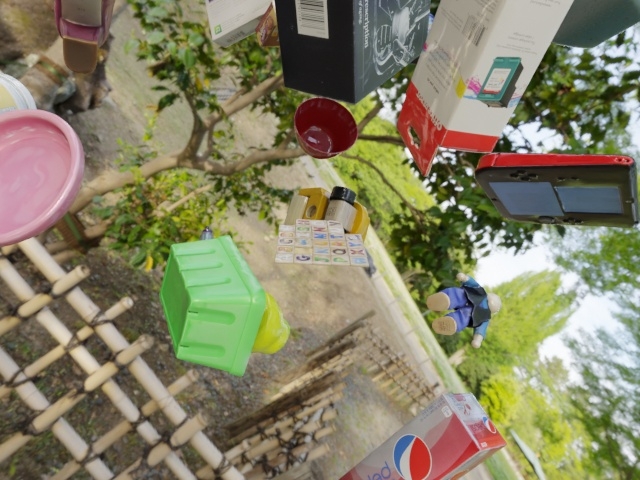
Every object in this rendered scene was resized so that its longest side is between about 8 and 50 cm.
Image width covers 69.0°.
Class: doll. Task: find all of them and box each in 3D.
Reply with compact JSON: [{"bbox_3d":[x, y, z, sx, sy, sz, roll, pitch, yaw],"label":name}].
[{"bbox_3d":[0.249,0.117,0.783,0.189,0.046,0.129,-2,76,-46],"label":"doll"}]

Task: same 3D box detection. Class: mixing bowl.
[{"bbox_3d":[0.003,-0.295,1.297,0.181,0.181,0.098,59,-26,10],"label":"mixing bowl"}]

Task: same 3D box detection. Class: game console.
[{"bbox_3d":[0.601,-0.116,1.183,0.342,0.060,0.386,11,-11,38],"label":"game console"}]

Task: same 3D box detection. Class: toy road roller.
[{"bbox_3d":[0.042,-0.070,1.819,0.329,0.202,0.241,4,-18,44],"label":"toy road roller"}]

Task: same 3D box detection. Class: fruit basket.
[{"bbox_3d":[-0.220,0.179,1.257,0.392,0.283,0.392,17,19,-6],"label":"fruit basket"}]

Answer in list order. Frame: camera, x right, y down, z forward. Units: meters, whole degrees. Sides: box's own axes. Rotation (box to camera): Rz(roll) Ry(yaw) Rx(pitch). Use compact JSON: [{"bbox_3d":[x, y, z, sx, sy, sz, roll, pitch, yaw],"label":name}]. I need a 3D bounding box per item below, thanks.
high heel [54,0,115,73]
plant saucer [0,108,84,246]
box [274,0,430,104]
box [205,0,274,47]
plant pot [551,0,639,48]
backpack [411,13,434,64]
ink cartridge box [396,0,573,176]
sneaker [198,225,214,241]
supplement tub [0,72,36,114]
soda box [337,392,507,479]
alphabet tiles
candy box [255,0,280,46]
[{"bbox_3d":[-0.404,-0.491,0.805,0.127,0.377,0.181,8,51,-34],"label":"high heel"},{"bbox_3d":[-0.674,-0.134,1.039,0.332,0.332,0.084,61,-4,22],"label":"plant saucer"},{"bbox_3d":[0.073,-0.495,0.893,0.179,0.312,0.343,22,-41,27],"label":"box"},{"bbox_3d":[-0.188,-0.671,1.137,0.058,0.232,0.322,-4,81,-64],"label":"box"},{"bbox_3d":[0.541,-0.540,0.921,0.252,0.248,0.247,38,-12,-9],"label":"plant pot"},{"bbox_3d":[0.229,-0.554,1.245,0.117,0.158,0.173,104,-6,-49],"label":"backpack"},{"bbox_3d":[0.178,-0.202,0.563,0.134,0.078,0.231,-104,-157,-45],"label":"ink cartridge box"},{"bbox_3d":[-0.441,0.021,1.822,0.223,0.083,0.098,134,-40,-65],"label":"sneaker"},{"bbox_3d":[-1.004,-0.350,1.310,0.241,0.241,0.331,56,21,-17],"label":"supplement tub"},{"bbox_3d":[0.127,0.327,0.664,0.092,0.263,0.083,17,32,-45],"label":"soda box"},{"bbox_3d":[0.000,0.000,1.074,0.237,0.198,0.009,-94,-173,-65],"label":"alphabet tiles"},{"bbox_3d":[-0.048,-0.510,1.109,0.109,0.187,0.053,-23,-99,60],"label":"candy box"}]
